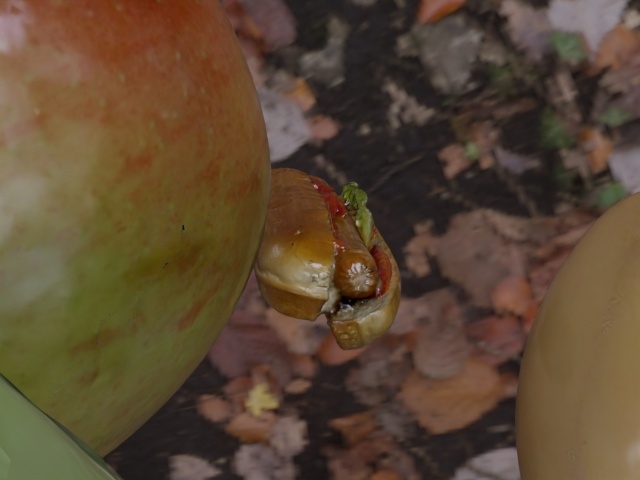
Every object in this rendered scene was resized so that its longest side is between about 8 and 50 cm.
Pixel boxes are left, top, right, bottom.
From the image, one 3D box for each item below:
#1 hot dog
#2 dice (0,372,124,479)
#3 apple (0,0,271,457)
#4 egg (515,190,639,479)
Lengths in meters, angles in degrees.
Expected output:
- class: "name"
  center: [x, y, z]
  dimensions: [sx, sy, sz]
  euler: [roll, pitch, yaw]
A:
- class: "hot dog"
  center: [0.000, 0.000, 1.127]
  dimensions: [0.092, 0.235, 0.062]
  euler: [26, 101, -14]
- class: "dice"
  center: [-0.157, 0.144, 0.426]
  dimensions: [0.254, 0.252, 0.250]
  euler: [26, 66, 28]
- class: "apple"
  center: [-0.177, -0.034, 0.803]
  dimensions: [0.277, 0.319, 0.319]
  euler: [-19, 89, -29]
- class: "egg"
  center: [0.205, 0.091, 1.051]
  dimensions: [0.201, 0.201, 0.244]
  euler: [-7, 90, -25]
